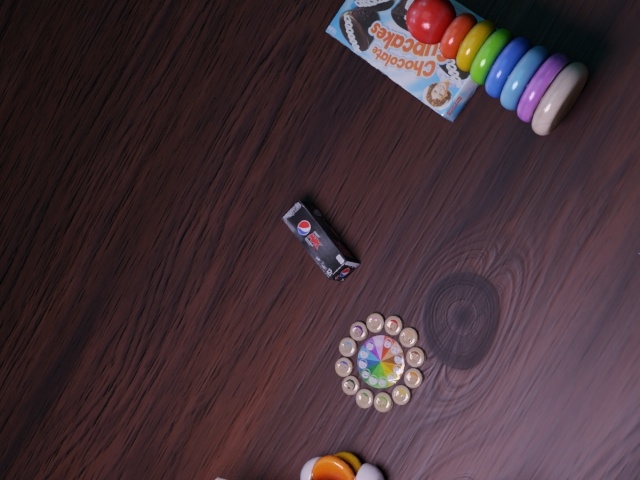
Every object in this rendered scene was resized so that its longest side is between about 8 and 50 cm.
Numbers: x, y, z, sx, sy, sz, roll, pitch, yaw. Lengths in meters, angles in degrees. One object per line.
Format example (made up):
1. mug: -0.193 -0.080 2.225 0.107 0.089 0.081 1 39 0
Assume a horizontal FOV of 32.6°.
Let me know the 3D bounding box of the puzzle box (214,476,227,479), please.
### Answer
1. puzzle box: -0.015 0.590 1.941 0.409 0.052 0.272 11 125 31

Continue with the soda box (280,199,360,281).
1. soda box: 0.000 0.000 2.107 0.053 0.060 0.169 -45 65 17

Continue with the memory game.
1. memory game: 0.111 0.227 2.037 0.186 0.012 0.186 -5 80 29

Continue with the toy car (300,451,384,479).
1. toy car: 0.023 0.475 1.976 0.159 0.136 0.182 0 82 29

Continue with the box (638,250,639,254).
1. box: 0.622 -0.020 1.748 0.147 0.077 0.180 30 97 29

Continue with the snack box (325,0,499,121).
1. snack box: 0.179 -0.387 2.065 0.322 0.060 0.187 40 102 28

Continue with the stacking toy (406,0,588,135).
1. stacking toy: 0.294 -0.324 1.907 0.330 0.141 0.141 35 100 15
